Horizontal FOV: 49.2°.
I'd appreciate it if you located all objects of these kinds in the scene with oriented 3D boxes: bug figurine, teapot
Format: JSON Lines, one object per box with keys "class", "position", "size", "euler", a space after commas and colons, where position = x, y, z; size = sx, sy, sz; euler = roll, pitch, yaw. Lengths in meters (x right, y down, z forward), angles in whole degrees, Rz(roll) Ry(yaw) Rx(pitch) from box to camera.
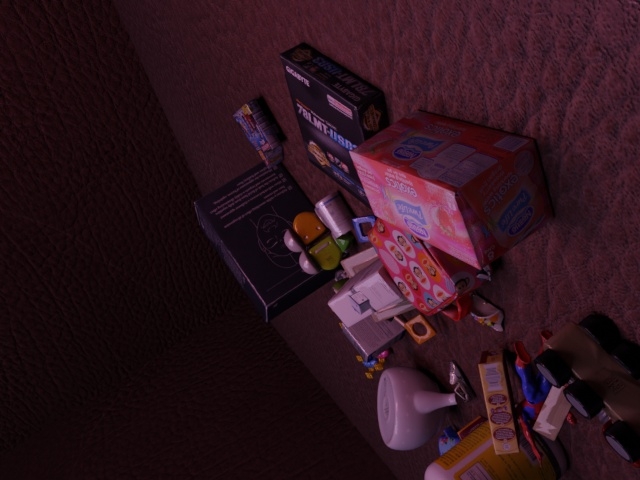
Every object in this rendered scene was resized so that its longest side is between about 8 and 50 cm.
{"class": "bug figurine", "position": [0.143, 0.318, 2.293], "size": [0.279, 0.072, 0.216], "euler": [63, 159, -5]}
{"class": "teapot", "position": [0.275, 0.480, 2.006], "size": [0.256, 0.187, 0.252], "euler": [-111, 24, -65]}

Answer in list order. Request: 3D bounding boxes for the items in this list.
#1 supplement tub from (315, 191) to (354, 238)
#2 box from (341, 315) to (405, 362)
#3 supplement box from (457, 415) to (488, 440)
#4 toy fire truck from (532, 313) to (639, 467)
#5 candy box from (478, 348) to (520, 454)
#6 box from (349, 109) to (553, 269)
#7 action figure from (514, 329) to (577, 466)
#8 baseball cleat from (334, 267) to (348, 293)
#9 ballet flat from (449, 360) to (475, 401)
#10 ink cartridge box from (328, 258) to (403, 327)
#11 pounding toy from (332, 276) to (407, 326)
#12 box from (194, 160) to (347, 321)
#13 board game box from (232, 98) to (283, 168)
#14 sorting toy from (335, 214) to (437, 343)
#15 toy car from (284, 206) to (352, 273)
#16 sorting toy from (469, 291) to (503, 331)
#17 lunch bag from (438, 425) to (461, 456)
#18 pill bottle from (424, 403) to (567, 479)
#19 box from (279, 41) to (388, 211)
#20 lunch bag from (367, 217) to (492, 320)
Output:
{"class": "supplement tub", "position": [0.042, -0.067, 1.823], "size": [0.107, 0.071, 0.071], "euler": [58, 166, 0]}
{"class": "box", "position": [0.152, 0.257, 2.005], "size": [0.126, 0.137, 0.072], "euler": [51, 165, 25]}
{"class": "supplement box", "position": [0.439, 0.526, 1.743], "size": [0.104, 0.081, 0.188], "euler": [61, 165, -13]}
{"class": "toy fire truck", "position": [0.438, 0.268, 1.119], "size": [0.217, 0.158, 0.246], "euler": [48, 175, 29]}
{"class": "candy box", "position": [0.364, 0.324, 1.421], "size": [0.109, 0.053, 0.186], "euler": [-16, -86, -73]}
{"class": "box", "position": [0.196, -0.091, 1.106], "size": [0.300, 0.154, 0.142], "euler": [32, 151, 57]}
{"class": "action figure", "position": [0.420, 0.307, 1.303], "size": [0.280, 0.092, 0.139], "euler": [73, 176, -47]}
{"class": "baseball cleat", "position": [0.089, 0.103, 2.041], "size": [0.072, 0.109, 0.206], "euler": [32, -164, -7]}
{"class": "ballet flat", "position": [0.351, 0.361, 1.771], "size": [0.114, 0.041, 0.041], "euler": [59, 165, -6]}
{"class": "ink cartridge box", "position": [0.126, 0.102, 1.601], "size": [0.082, 0.139, 0.191], "euler": [49, 135, -2]}
{"class": "pounding toy", "position": [0.151, 0.133, 1.878], "size": [0.183, 0.110, 0.237], "euler": [31, -179, 38]}
{"class": "box", "position": [-0.153, -0.004, 2.145], "size": [0.395, 0.294, 0.212], "euler": [54, 166, 14]}
{"class": "board game box", "position": [-0.163, -0.306, 2.014], "size": [0.194, 0.060, 0.194], "euler": [59, 165, -11]}
{"class": "sorting toy", "position": [0.166, 0.094, 1.701], "size": [0.196, 0.047, 0.347], "euler": [-26, 97, 40]}
{"class": "toy car", "position": [0.000, 0.000, 1.972], "size": [0.182, 0.159, 0.136], "euler": [55, -170, 8]}
{"class": "sorting toy", "position": [0.335, 0.154, 1.407], "size": [0.075, 0.045, 0.083], "euler": [44, 176, -37]}
{"class": "lunch bag", "position": [0.433, 0.690, 2.058], "size": [0.221, 0.138, 0.293], "euler": [106, 139, -74]}
{"class": "pill bottle", "position": [0.350, 0.522, 1.518], "size": [0.188, 0.334, 0.188], "euler": [52, 165, 20]}
{"class": "box", "position": [0.044, -0.232, 1.476], "size": [0.295, 0.073, 0.293], "euler": [43, 161, 41]}
{"class": "lunch bag", "position": [0.215, 0.039, 1.372], "size": [0.258, 0.120, 0.293], "euler": [57, 167, 8]}
